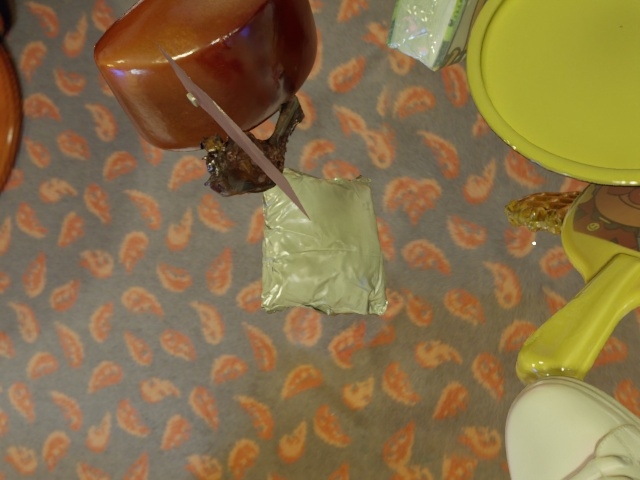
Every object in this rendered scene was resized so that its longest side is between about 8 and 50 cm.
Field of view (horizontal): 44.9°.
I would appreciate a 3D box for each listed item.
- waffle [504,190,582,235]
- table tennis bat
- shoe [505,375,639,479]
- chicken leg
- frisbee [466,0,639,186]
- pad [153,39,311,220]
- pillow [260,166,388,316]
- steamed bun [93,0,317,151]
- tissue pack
[{"bbox_3d":[0.540,-0.055,1.565,0.302,0.325,0.068,-3,104,-5],"label":"waffle"},{"bbox_3d":[0.317,0.014,0.764,0.369,0.054,0.224,-41,37,-21],"label":"table tennis bat"},{"bbox_3d":[0.205,0.226,0.497,0.132,0.160,0.363,-42,46,15],"label":"shoe"},{"bbox_3d":[-0.082,-0.120,1.036,0.051,0.253,0.106,3,116,24],"label":"chicken leg"},{"bbox_3d":[0.223,-0.136,0.553,0.236,0.017,0.236,-7,61,13],"label":"frisbee"},{"bbox_3d":[-0.080,-0.097,0.704,0.006,0.113,0.188,-42,71,-5],"label":"pad"},{"bbox_3d":[0.000,0.000,1.547,0.138,0.283,0.309,-21,71,56],"label":"pillow"},{"bbox_3d":[-0.156,-0.319,1.255,0.248,0.235,0.379,27,62,36],"label":"steamed bun"},{"bbox_3d":[0.262,-0.440,1.342,0.128,0.311,0.228,33,126,24],"label":"tissue pack"}]
